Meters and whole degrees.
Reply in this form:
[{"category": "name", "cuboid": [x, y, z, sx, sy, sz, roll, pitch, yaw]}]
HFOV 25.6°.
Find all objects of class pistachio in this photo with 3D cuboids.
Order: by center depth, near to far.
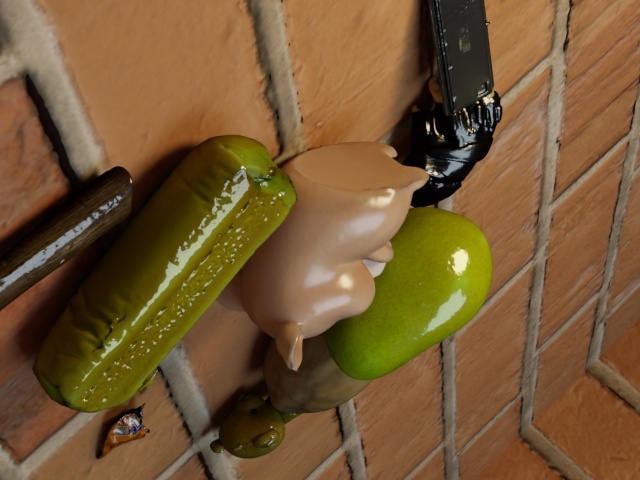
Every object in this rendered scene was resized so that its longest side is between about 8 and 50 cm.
[{"category": "pistachio", "cuboid": [0.027, 0.143, 2.107, 0.293, 0.162, 0.181, -50, -178, 4]}]

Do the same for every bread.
[{"category": "bread", "cuboid": [-0.188, 0.035, 1.636, 0.383, 0.112, 0.166, -50, 154, 7]}]

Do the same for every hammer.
[{"category": "hammer", "cuboid": [-0.353, 0.060, 1.454, 0.409, 0.095, 0.242, -43, 156, -26]}]

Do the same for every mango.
[{"category": "mango", "cuboid": [0.115, 0.064, 1.965, 0.273, 0.185, 0.149, -33, -179, -5]}]

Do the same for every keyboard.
[{"category": "keyboard", "cuboid": [0.185, -0.270, 1.846, 0.094, 0.025, 0.230, -31, 136, -18]}]

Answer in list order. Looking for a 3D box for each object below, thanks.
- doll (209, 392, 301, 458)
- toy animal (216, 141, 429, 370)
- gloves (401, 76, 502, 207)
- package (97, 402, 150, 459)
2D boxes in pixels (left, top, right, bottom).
[{"category": "doll", "cuboid": [-0.082, 0.259, 2.201, 0.137, 0.097, 0.209, -19, -162, 39]}, {"category": "toy animal", "cuboid": [0.000, 0.004, 1.824, 0.213, 0.195, 0.256, -4, 118, -41]}, {"category": "gloves", "cuboid": [0.187, -0.160, 1.991, 0.164, 0.124, 0.203, -49, 172, -50]}, {"category": "package", "cuboid": [-0.267, 0.264, 1.942, 0.077, 0.033, 0.110, -42, 162, -38]}]
